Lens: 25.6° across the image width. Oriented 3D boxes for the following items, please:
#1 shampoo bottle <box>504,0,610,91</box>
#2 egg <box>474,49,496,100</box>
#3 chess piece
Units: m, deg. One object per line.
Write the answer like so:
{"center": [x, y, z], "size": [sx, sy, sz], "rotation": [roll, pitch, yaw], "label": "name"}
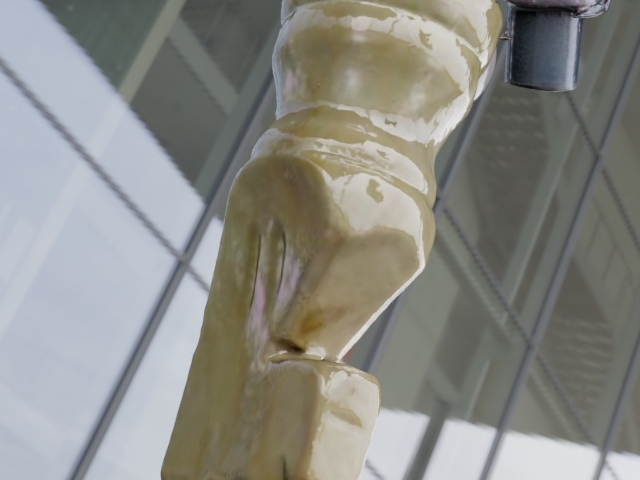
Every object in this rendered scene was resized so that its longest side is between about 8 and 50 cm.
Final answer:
{"center": [0.131, -0.193, 0.791], "size": [0.072, 0.072, 0.214], "rotation": [10, -70, 28], "label": "shampoo bottle"}
{"center": [0.116, -0.182, 1.341], "size": [0.103, 0.135, 0.103], "rotation": [-2, -43, -1], "label": "egg"}
{"center": [0.000, 0.000, 0.748], "size": [0.137, 0.301, 0.137], "rotation": [17, -14, 4], "label": "chess piece"}
